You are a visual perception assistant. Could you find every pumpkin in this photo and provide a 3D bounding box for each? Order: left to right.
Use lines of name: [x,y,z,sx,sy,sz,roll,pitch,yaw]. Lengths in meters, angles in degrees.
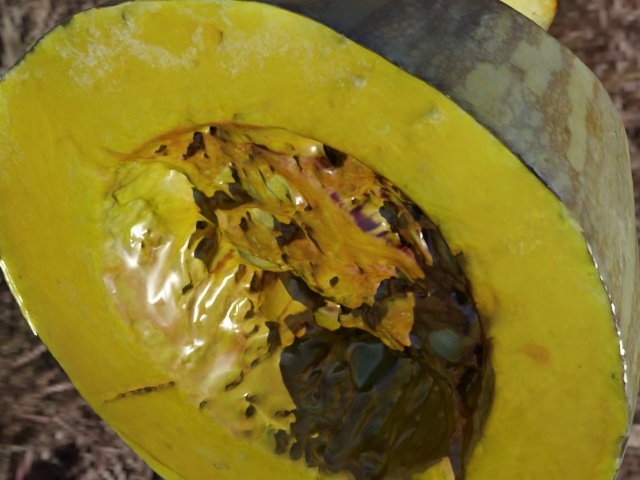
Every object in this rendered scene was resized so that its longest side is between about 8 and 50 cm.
pumpkin: [0.011,-0.005,0.521,0.110,0.217,0.217,-50,119,-36]

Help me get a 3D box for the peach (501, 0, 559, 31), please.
peach: [0.059,-0.154,1.102,0.189,0.279,0.068,-4,68,-1]
